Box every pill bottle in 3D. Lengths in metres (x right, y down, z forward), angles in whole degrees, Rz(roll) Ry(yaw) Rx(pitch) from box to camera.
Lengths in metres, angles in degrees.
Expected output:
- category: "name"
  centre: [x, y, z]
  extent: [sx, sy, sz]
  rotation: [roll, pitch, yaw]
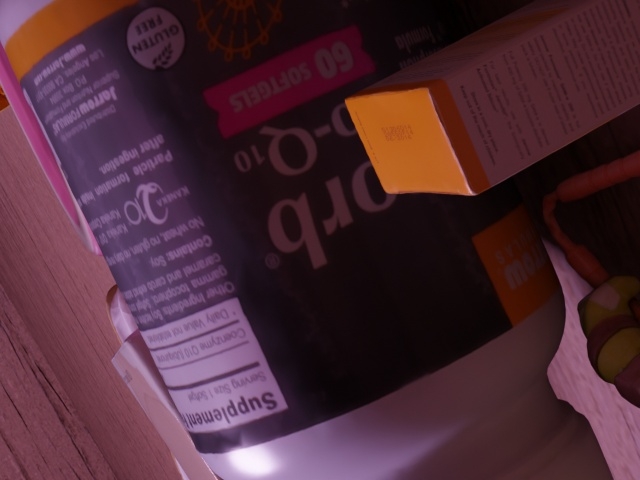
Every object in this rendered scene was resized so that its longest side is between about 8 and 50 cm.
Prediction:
- category: "pill bottle"
  centre: [0.000, 0.000, 0.536]
  extent: [0.278, 0.162, 0.162]
  rotation: [64, 162, -3]

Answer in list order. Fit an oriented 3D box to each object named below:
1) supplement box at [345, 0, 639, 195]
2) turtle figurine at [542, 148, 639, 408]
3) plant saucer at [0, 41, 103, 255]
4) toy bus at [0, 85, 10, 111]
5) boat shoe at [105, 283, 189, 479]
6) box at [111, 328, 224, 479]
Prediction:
- category: "supplement box"
  centre: [0.066, -0.050, 0.419]
  extent: [0.036, 0.098, 0.062]
  rotation: [65, 162, -12]
- category: "turtle figurine"
  centre: [0.160, 0.094, 0.435]
  extent: [0.269, 0.087, 0.217]
  rotation: [28, 146, 57]
- category: "plant saucer"
  centre: [-0.158, -0.120, 0.837]
  extent: [0.332, 0.084, 0.332]
  rotation: [58, 166, 24]
- category: "toy bus"
  centre: [-0.331, -0.230, 1.113]
  extent: [0.220, 0.149, 0.211]
  rotation: [76, 168, -51]
- category: "boat shoe"
  centre: [-0.070, 0.137, 1.092]
  extent: [0.277, 0.096, 0.098]
  rotation: [60, -165, 5]
- category: "box"
  centre: [-0.010, 0.172, 0.955]
  extent: [0.311, 0.121, 0.148]
  rotation: [56, 164, 3]
